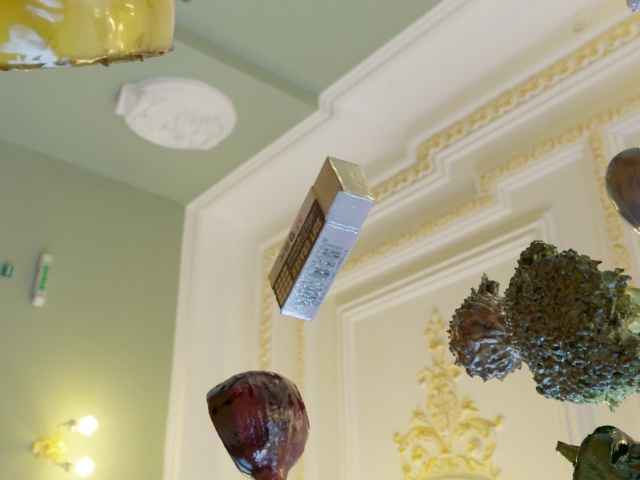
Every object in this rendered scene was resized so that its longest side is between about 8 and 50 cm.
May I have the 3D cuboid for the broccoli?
[{"bbox_3d":[0.393,0.131,1.081,0.235,0.260,0.288,-43,-135,31],"label":"broccoli"}]

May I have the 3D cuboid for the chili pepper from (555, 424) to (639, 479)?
[{"bbox_3d":[0.403,0.287,0.817,0.271,0.136,0.099,10,-121,34],"label":"chili pepper"}]

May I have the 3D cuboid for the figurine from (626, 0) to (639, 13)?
[{"bbox_3d":[0.631,-0.450,1.269,0.163,0.237,0.141,-7,-94,25],"label":"figurine"}]

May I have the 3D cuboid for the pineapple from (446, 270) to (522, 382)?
[{"bbox_3d":[0.356,0.165,1.507,0.175,0.175,0.361,-53,179,22],"label":"pineapple"}]

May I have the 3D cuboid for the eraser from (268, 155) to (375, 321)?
[{"bbox_3d":[0.000,0.000,1.319,0.287,0.086,0.130,-62,-154,29],"label":"eraser"}]

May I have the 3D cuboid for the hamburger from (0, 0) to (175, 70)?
[{"bbox_3d":[-0.348,-0.346,0.814,0.396,0.396,0.277,30,-51,54],"label":"hamburger"}]

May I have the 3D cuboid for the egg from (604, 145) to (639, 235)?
[{"bbox_3d":[0.552,-0.072,1.147,0.199,0.146,0.146,35,-74,15],"label":"egg"}]

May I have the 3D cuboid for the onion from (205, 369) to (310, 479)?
[{"bbox_3d":[-0.080,0.309,1.110,0.140,0.195,0.218,-20,-132,-8],"label":"onion"}]
